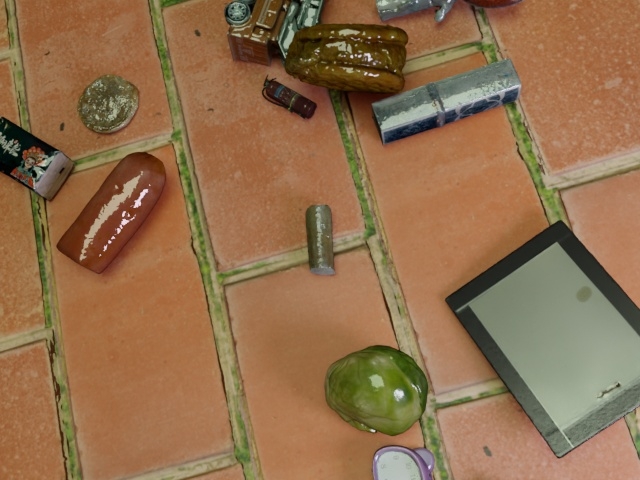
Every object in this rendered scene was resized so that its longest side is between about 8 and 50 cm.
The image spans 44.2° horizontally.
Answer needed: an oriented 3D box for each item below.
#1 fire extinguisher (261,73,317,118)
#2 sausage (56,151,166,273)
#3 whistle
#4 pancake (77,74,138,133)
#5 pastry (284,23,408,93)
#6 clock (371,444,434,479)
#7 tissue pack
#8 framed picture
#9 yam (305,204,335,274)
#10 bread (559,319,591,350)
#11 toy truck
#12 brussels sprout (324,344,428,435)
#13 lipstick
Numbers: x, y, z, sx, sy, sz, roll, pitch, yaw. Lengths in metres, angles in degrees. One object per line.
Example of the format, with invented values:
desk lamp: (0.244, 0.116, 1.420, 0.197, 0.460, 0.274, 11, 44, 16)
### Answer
fire extinguisher: (-0.070, -0.294, 1.620, 0.132, 0.039, 0.056, 31, 70, 17)
sausage: (-0.402, -0.060, 1.559, 0.113, 0.113, 0.259, 33, 81, 17)
whistle: (0.283, -0.524, 1.597, 0.346, 0.134, 0.142, -13, 107, 13)
pancake: (-0.456, -0.292, 1.687, 0.139, 0.022, 0.139, -3, 73, 8)
pastry: (0.053, -0.360, 1.518, 0.235, 0.240, 0.132, 8, 94, -5)
clock: (0.146, 0.424, 1.343, 0.110, 0.050, 0.153, -9, 71, 6)
tissue pack: (-0.614, -0.170, 1.637, 0.170, 0.090, 0.103, 28, 81, 17)
framed picture: (0.413, 0.159, 1.360, 0.265, 0.016, 0.347, -36, 59, 3)
yam: (0.000, 0.000, 1.506, 0.054, 0.054, 0.132, -6, 72, 7)
bread: (0.453, 0.170, 1.378, 0.136, 0.054, 0.154, 36, 79, 21)
toy truck: (-0.069, -0.530, 1.651, 0.184, 0.133, 0.338, 18, 78, 4)
brussels sprout: (0.098, 0.252, 1.366, 0.183, 0.145, 0.131, 24, 51, 10)
lipstick: (0.247, -0.273, 1.540, 0.289, 0.077, 0.076, -19, 70, 2)
